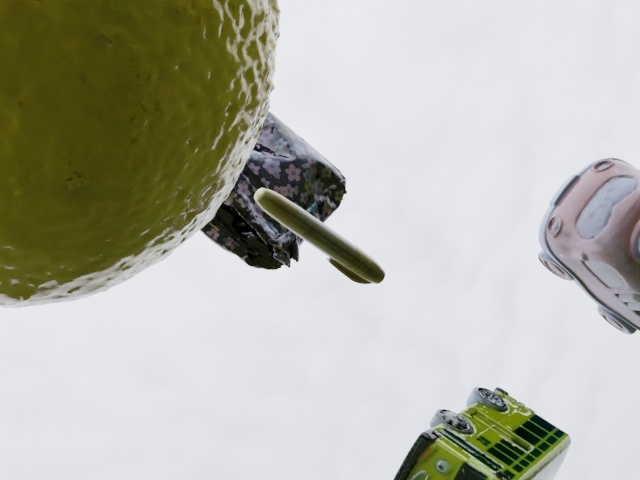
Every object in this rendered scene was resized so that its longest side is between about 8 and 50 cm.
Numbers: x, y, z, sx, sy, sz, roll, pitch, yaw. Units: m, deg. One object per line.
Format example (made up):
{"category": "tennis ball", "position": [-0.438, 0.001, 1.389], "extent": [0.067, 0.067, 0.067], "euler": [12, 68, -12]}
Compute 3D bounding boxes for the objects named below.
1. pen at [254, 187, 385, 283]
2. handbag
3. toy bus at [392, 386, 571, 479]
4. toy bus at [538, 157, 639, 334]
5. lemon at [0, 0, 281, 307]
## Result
{"category": "pen", "position": [0.000, 0.000, 1.195], "extent": [0.040, 0.032, 0.233], "euler": [-46, -50, 13]}
{"category": "handbag", "position": [-0.090, -0.071, 1.353], "extent": [0.208, 0.229, 0.127], "euler": [-45, -5, -43]}
{"category": "toy bus", "position": [0.193, 0.278, 1.187], "extent": [0.262, 0.150, 0.128], "euler": [-8, -54, -61]}
{"category": "toy bus", "position": [0.487, 0.017, 1.473], "extent": [0.294, 0.232, 0.197], "euler": [42, -95, -13]}
{"category": "lemon", "position": [-0.160, -0.096, 0.568], "extent": [0.268, 0.268, 0.321], "euler": [-11, -37, -24]}
